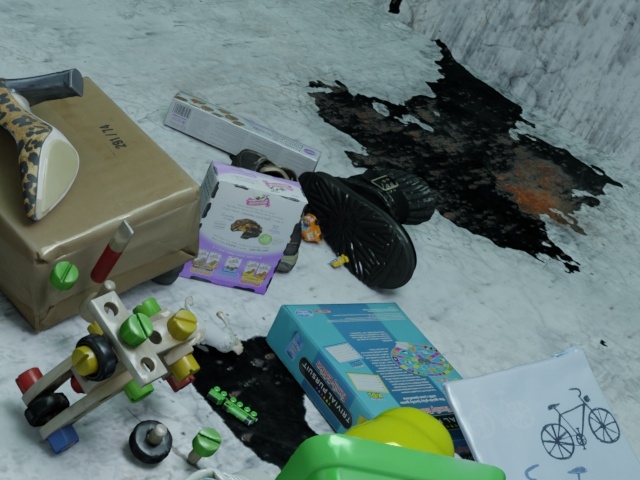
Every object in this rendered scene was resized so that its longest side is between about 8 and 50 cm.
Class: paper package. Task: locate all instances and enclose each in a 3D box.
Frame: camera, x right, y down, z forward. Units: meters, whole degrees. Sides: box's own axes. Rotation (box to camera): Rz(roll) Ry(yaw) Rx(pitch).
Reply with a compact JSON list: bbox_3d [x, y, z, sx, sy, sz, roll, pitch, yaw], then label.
[{"bbox_3d":[-0.388,-0.064,1.933,0.309,0.168,0.325,-25,53,-35],"label":"paper package"}]

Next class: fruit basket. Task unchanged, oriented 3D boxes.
[{"bbox_3d":[0.040,0.325,1.456,0.283,0.392,0.392,15,28,-21],"label":"fruit basket"}]

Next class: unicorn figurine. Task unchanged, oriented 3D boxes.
[{"bbox_3d":[-0.183,0.140,1.948,0.162,0.060,0.111,11,29,-28],"label":"unicorn figurine"}]

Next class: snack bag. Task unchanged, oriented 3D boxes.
[{"bbox_3d":[0.351,0.336,1.912,0.323,0.037,0.342,-9,66,-36],"label":"snack bag"}]

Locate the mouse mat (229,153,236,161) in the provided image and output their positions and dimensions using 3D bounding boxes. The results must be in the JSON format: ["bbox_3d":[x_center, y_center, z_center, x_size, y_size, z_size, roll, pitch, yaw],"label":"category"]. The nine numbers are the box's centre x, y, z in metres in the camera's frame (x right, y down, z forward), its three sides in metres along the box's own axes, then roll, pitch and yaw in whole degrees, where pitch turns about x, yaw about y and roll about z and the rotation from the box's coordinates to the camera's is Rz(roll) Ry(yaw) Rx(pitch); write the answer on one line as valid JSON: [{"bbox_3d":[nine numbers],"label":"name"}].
[{"bbox_3d":[-0.079,-0.131,2.604,0.189,0.007,0.152,-1,37,-42],"label":"mouse mat"}]

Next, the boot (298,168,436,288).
[{"bbox_3d":[0.137,-0.035,2.479,0.260,0.131,0.348,0,35,-42],"label":"boot"}]

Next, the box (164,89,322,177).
[{"bbox_3d":[-0.159,-0.210,2.598,0.324,0.067,0.063,23,24,0],"label":"box"}]

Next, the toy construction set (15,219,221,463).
[{"bbox_3d":[-0.249,0.110,1.651,0.257,0.237,0.309,3,56,-30],"label":"toy construction set"}]

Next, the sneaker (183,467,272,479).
[{"bbox_3d":[-0.126,0.333,1.607,0.087,0.092,0.228,36,26,23],"label":"sneaker"}]

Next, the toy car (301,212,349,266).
[{"bbox_3d":[0.000,0.000,2.381,0.040,0.060,0.122,-28,44,-21],"label":"toy car"}]

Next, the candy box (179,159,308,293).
[{"bbox_3d":[-0.137,-0.020,2.130,0.165,0.196,0.070,14,28,-24],"label":"candy box"}]

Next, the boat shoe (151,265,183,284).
[{"bbox_3d":[-0.359,-0.037,2.107,0.335,0.095,0.112,34,52,25],"label":"boat shoe"}]

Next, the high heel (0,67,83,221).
[{"bbox_3d":[-0.445,-0.128,1.835,0.186,0.093,0.261,-8,57,19],"label":"high heel"}]

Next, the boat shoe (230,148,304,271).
[{"bbox_3d":[-0.089,-0.083,2.364,0.132,0.130,0.355,14,29,-24],"label":"boat shoe"}]

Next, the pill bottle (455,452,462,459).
[{"bbox_3d":[0.208,0.422,1.656,0.169,0.169,0.301,5,33,-36],"label":"pill bottle"}]

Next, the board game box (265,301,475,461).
[{"bbox_3d":[0.105,0.232,2.016,0.254,0.079,0.336,1,35,-40],"label":"board game box"}]

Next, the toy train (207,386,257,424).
[{"bbox_3d":[-0.129,0.243,1.857,0.083,0.017,0.023,33,36,13],"label":"toy train"}]
